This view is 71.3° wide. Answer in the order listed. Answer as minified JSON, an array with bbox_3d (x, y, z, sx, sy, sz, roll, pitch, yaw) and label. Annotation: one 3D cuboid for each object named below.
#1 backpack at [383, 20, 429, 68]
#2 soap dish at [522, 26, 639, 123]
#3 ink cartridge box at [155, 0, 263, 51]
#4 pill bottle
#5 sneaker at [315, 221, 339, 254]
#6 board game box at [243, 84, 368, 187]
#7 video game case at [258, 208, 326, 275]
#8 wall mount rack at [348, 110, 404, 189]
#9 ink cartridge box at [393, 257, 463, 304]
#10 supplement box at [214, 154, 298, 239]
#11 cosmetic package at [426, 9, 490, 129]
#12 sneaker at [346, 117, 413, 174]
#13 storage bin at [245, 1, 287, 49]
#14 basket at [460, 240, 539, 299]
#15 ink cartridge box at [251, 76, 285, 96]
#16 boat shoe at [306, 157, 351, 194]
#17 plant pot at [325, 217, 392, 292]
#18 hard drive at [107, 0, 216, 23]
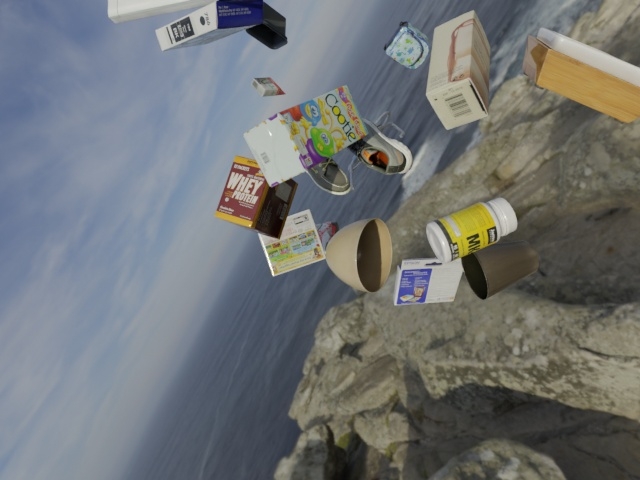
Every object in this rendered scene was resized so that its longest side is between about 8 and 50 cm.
[{"bbox_3d":[0.259,-0.563,1.311,0.105,0.114,0.084,-48,25,42],"label":"backpack"},{"bbox_3d":[0.645,-0.404,1.089,0.229,0.290,0.118,-70,3,-57],"label":"soap dish"},{"bbox_3d":[-0.280,-0.577,1.186,0.332,0.065,0.165,4,27,43],"label":"ink cartridge box"},{"bbox_3d":[0.399,-0.030,1.183,0.208,0.119,0.119,-23,12,-1],"label":"pill bottle"},{"bbox_3d":[0.000,0.001,2.071,0.270,0.144,0.090,-75,-24,-58],"label":"sneaker"},{"bbox_3d":[-0.028,-0.265,1.116,0.142,0.145,0.275,-16,17,45],"label":"board game box"},{"bbox_3d":[-0.115,0.009,1.768,0.226,0.207,0.026,-19,3,2],"label":"video game case"},{"bbox_3d":[0.223,-0.382,1.963,0.304,0.130,0.350,-35,-17,-43],"label":"wall mount rack"},{"bbox_3d":[0.506,0.175,2.101,0.072,0.302,0.308,-97,7,-51],"label":"ink cartridge box"},{"bbox_3d":[-0.186,-0.124,1.342,0.194,0.128,0.192,29,-101,-68],"label":"supplement box"},{"bbox_3d":[0.401,-0.488,1.280,0.129,0.153,0.297,-12,53,37],"label":"cosmetic package"},{"bbox_3d":[0.131,-0.271,1.270,0.107,0.271,0.101,-26,-39,-40],"label":"sneaker"},{"bbox_3d":[-0.177,-0.716,1.486,0.098,0.135,0.091,-5,74,43],"label":"storage bin"},{"bbox_3d":[0.666,0.092,1.646,0.154,0.226,0.205,103,151,-72],"label":"basket"},{"bbox_3d":[-0.166,-0.508,1.472,0.115,0.063,0.029,-26,-21,-46],"label":"ink cartridge box"},{"bbox_3d":[0.002,-0.291,1.739,0.109,0.305,0.091,-35,-29,-22],"label":"boat shoe"},{"bbox_3d":[0.133,0.053,1.744,0.190,0.284,0.284,3,58,36],"label":"plant pot"},{"bbox_3d":[-0.429,-0.753,1.249,0.047,0.352,0.233,25,-116,-74],"label":"hard drive"}]
